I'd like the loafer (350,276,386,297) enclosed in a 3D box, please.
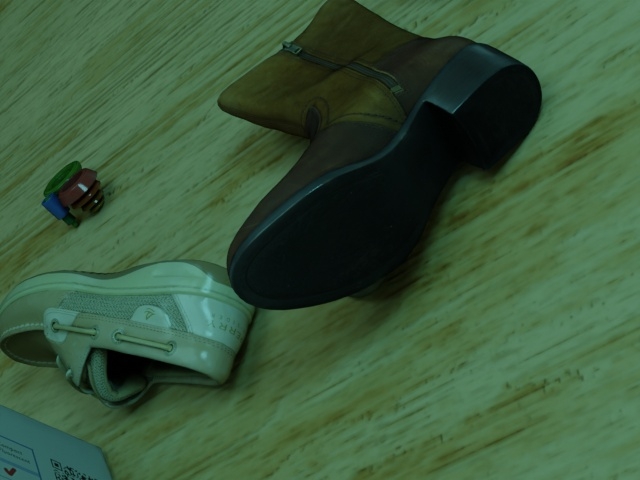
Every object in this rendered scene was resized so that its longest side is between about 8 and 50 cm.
[{"bbox_3d":[0.000,0.000,0.936,0.148,0.050,0.056,26,87,53],"label":"loafer"}]

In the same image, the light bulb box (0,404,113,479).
[{"bbox_3d":[-0.305,0.275,0.847,0.225,0.358,0.361,-50,37,9],"label":"light bulb box"}]

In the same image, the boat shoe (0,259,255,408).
[{"bbox_3d":[-0.182,0.088,1.043,0.302,0.109,0.098,-9,58,39],"label":"boat shoe"}]

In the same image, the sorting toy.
[{"bbox_3d":[-0.253,-0.046,1.270,0.061,0.042,0.102,-48,24,-10],"label":"sorting toy"}]

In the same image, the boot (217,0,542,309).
[{"bbox_3d":[-0.014,-0.085,0.927,0.264,0.096,0.280,-45,37,-9],"label":"boot"}]
